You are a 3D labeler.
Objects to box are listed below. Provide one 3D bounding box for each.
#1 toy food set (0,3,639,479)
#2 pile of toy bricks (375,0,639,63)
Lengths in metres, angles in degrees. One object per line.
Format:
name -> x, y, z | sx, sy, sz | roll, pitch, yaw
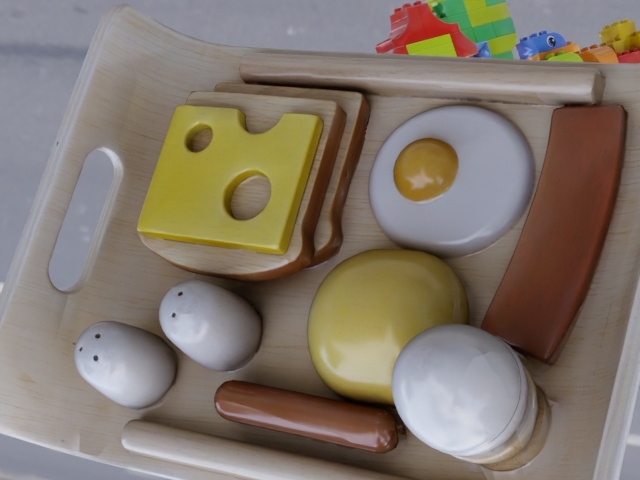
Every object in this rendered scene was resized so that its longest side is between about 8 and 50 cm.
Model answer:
toy food set -> 0.000, 0.000, 0.579 | 0.306, 0.220, 0.092 | 7, 163, 30
pile of toy bricks -> 0.094, -0.111, 0.786 | 0.212, 0.105, 0.118 | -19, -178, -34
